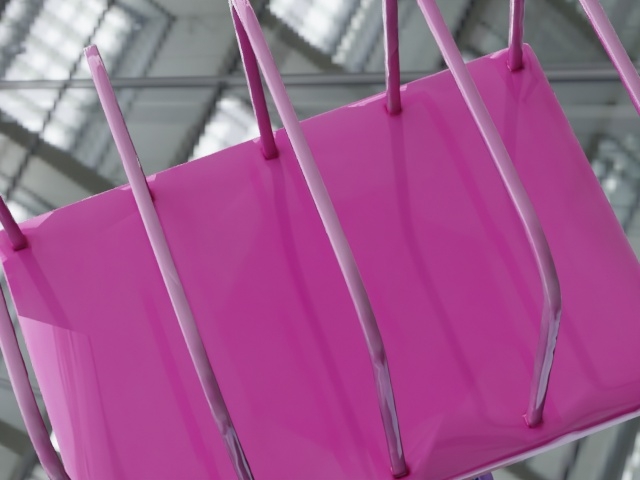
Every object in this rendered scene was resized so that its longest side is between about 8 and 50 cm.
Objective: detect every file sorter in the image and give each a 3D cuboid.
[{"bbox_3d":[0.000,0.000,0.763,0.290,0.182,0.202,-20,-116,-5],"label":"file sorter"}]

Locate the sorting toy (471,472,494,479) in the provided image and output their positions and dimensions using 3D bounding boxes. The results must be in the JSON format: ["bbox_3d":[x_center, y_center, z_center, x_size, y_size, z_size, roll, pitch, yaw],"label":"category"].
[{"bbox_3d":[0.092,0.035,1.232,0.126,0.127,0.365,78,-167,-47],"label":"sorting toy"}]
